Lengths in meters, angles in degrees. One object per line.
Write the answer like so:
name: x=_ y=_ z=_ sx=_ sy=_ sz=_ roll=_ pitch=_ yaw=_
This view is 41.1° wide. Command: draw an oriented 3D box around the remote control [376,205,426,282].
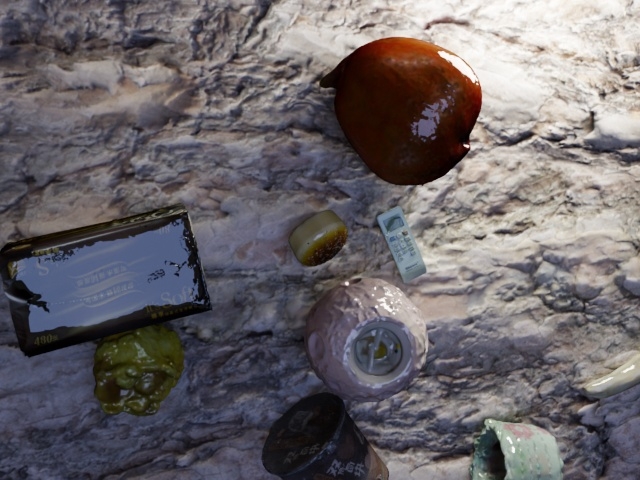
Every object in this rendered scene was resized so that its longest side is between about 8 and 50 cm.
remote control: x=0.175 y=0.009 z=1.854 sx=0.061 sy=0.029 sz=0.162 roll=-25 pitch=99 yaw=-11

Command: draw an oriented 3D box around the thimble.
thimble: x=0.438 y=0.508 z=1.924 sx=0.149 sy=0.185 sz=0.211 roll=9 pitch=62 yaw=-17

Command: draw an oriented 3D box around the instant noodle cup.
instant noodle cup: x=0.019 y=0.467 z=1.802 sx=0.217 sy=0.217 sz=0.207 roll=-40 pitch=112 yaw=-5

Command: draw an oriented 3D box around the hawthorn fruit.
hawthorn fruit: x=0.176 y=-0.267 z=1.696 sx=0.295 sy=0.295 sz=0.311 roll=-33 pitch=81 yaw=-7

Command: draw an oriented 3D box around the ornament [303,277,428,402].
ornament: x=0.093 y=0.203 z=1.762 sx=0.259 sy=0.225 sz=0.259 roll=-2 pitch=100 yaw=-13

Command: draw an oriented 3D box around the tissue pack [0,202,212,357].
tissue pack: x=-0.403 y=0.067 z=1.635 sx=0.370 sy=0.198 sz=0.210 roll=-15 pitch=98 yaw=-12

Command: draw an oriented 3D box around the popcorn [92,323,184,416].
popcorn: x=-0.363 y=0.251 z=1.693 sx=0.197 sy=0.155 sz=0.197 roll=-2 pitch=102 yaw=-11

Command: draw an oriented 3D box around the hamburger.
hamburger: x=0.000 y=0.000 z=1.763 sx=0.126 sy=0.141 sz=0.081 roll=-33 pitch=76 yaw=-10

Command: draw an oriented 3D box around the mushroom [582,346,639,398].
mushroom: x=0.718 y=0.316 z=2.011 sx=0.209 sy=0.084 sz=0.071 roll=-28 pitch=83 yaw=-5
